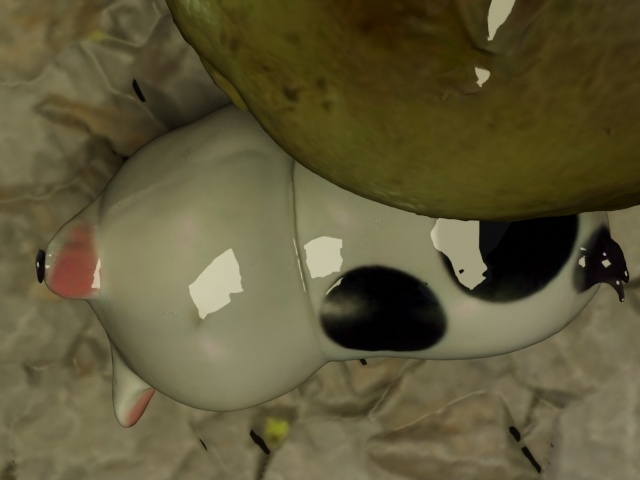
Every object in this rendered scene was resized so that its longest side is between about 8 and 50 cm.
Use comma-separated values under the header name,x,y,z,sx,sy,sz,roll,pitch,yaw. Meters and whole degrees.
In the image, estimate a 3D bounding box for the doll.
name,x,y,z,sx,sy,sz,roll,pitch,yaw
doll,0.006,-0.003,0.606,0.180,0.107,0.110,-11,131,5

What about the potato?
name,x,y,z,sx,sy,sz,roll,pitch,yaw
potato,0.103,-0.114,0.497,0.307,0.173,0.210,-23,111,-14
